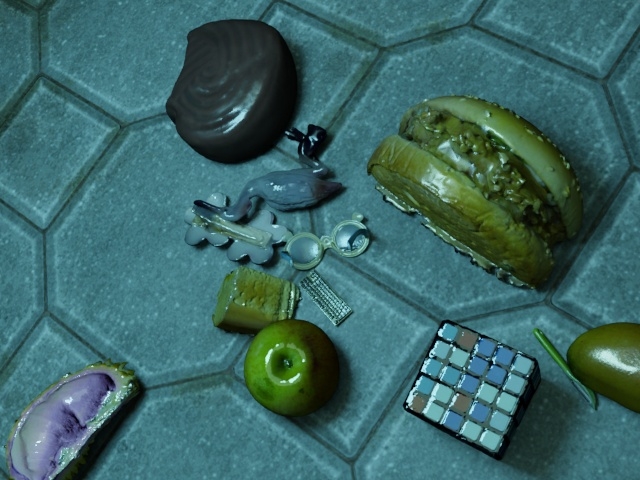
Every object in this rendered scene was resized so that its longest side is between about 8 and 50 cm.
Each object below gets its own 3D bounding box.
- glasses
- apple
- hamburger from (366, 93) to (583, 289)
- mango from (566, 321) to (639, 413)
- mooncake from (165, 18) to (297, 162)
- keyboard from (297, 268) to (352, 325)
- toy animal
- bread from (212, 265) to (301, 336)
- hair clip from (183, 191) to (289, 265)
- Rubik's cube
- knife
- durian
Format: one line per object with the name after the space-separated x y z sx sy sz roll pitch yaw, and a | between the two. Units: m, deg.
0.008 0.029 1.553 0.189 0.220 0.088 -15 105 7 | glasses
-0.059 0.248 1.499 0.196 0.196 0.196 -5 70 15 | apple
0.302 -0.136 1.470 0.445 0.287 0.268 39 84 22 | hamburger
0.557 0.220 1.359 0.221 0.120 0.151 27 82 30 | mango
-0.211 -0.360 1.756 0.326 0.174 0.334 -44 67 1 | mooncake
0.009 0.120 1.609 0.049 0.015 0.129 -42 66 -1 | keyboard
-0.092 -0.116 1.677 0.324 0.090 0.195 -40 64 -12 | toy animal
-0.153 0.133 1.634 0.160 0.169 0.140 -13 61 56 | bread
-0.195 -0.028 1.694 0.257 0.075 0.146 22 63 15 | hair clip
0.280 0.274 1.386 0.184 0.187 0.182 23 80 25 | Rubik's cube
0.462 0.238 1.434 0.026 0.022 0.184 -47 64 25 | knife
-0.529 0.391 1.629 0.191 0.112 0.341 27 72 32 | durian
